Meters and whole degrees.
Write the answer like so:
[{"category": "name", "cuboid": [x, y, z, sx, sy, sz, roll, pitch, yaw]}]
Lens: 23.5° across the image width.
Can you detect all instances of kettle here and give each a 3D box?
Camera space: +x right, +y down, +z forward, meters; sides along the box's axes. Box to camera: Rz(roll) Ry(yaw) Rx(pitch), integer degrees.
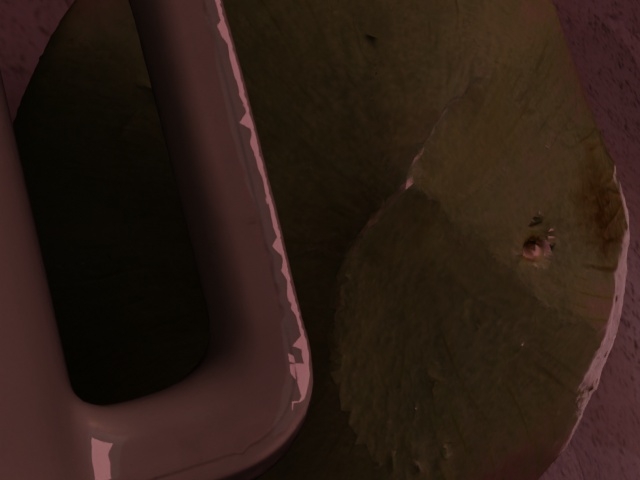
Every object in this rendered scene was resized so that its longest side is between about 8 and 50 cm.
[{"category": "kettle", "cuboid": [-0.179, -0.032, 0.529, 0.265, 0.205, 0.318, -6, 75, -41]}]

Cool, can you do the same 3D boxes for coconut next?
[{"category": "coconut", "cuboid": [0.000, 0.000, 0.698, 0.281, 0.328, 0.328, 9, 49, -6]}]
